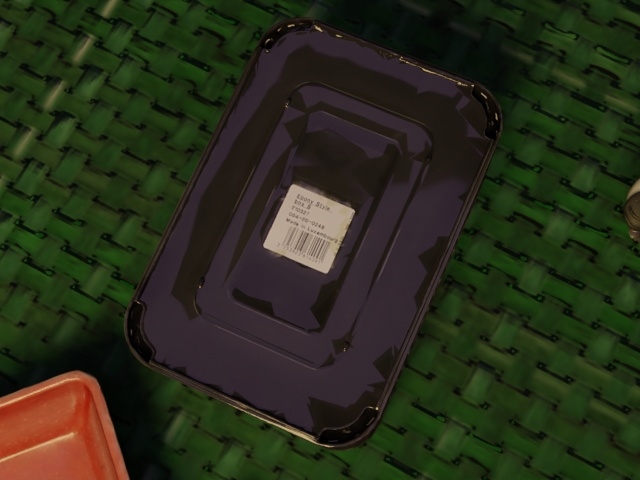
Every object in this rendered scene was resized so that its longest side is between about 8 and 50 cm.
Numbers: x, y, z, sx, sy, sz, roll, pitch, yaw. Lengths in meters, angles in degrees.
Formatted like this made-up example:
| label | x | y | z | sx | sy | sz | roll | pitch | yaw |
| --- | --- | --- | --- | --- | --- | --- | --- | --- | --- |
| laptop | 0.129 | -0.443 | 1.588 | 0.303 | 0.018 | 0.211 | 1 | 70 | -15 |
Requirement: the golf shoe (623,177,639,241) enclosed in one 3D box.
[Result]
| label | x | y | z | sx | sy | sz | roll | pitch | yaw |
| --- | --- | --- | --- | --- | --- | --- | --- | --- | --- |
| golf shoe | 0.218 | -0.070 | 0.485 | 0.198 | 0.077 | 0.094 | -29 | 73 | -15 |

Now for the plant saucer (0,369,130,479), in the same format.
| label | x | y | z | sx | sy | sz | roll | pitch | yaw |
| --- | --- | --- | --- | --- | --- | --- | --- | --- | --- |
| plant saucer | -0.182 | 0.225 | 0.447 | 0.259 | 0.048 | 0.258 | -21 | 76 | -1 |

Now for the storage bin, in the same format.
| label | x | y | z | sx | sy | sz | roll | pitch | yaw |
| --- | --- | --- | --- | --- | --- | --- | --- | --- | --- |
| storage bin | 0.000 | 0.000 | 0.472 | 0.122 | 0.084 | 0.180 | 23 | 78 | 8 |
